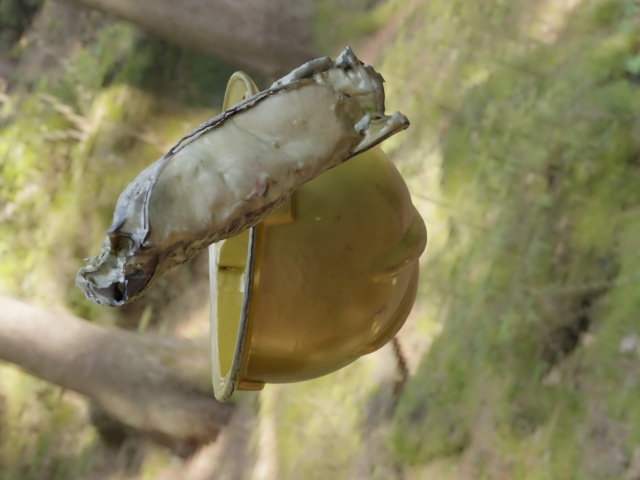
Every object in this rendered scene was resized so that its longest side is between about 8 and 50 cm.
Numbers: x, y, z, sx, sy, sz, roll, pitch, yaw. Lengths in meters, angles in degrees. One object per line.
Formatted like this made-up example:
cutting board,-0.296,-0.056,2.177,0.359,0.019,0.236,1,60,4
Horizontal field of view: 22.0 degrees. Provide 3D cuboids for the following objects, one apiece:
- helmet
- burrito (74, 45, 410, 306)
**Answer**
helmet,0.000,0.000,1.116,0.257,0.140,0.205,-96,14,-58
burrito,-0.046,-0.037,0.929,0.229,0.058,0.063,-33,-34,-28
